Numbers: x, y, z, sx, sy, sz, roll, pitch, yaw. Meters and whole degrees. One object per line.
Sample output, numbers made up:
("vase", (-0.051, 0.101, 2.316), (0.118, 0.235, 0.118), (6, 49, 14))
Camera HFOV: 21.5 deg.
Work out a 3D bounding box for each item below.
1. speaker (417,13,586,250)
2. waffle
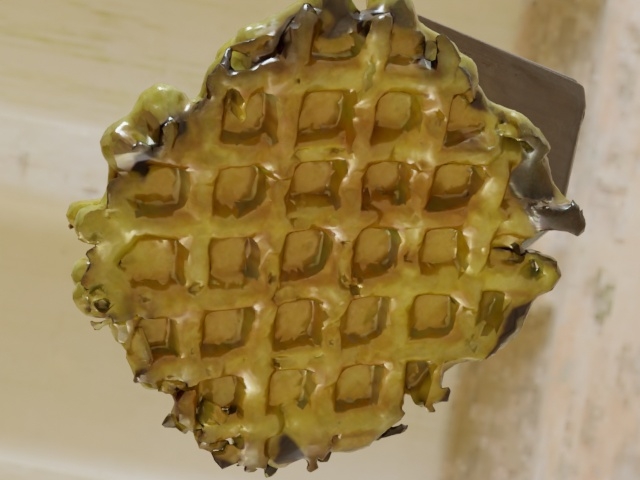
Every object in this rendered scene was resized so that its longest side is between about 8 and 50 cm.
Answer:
("speaker", (0.123, -0.097, 1.672), (0.153, 0.231, 0.192), (131, 156, -63))
("waffle", (0.000, 0.000, 1.326), (0.382, 0.380, 0.095), (51, 178, -29))
